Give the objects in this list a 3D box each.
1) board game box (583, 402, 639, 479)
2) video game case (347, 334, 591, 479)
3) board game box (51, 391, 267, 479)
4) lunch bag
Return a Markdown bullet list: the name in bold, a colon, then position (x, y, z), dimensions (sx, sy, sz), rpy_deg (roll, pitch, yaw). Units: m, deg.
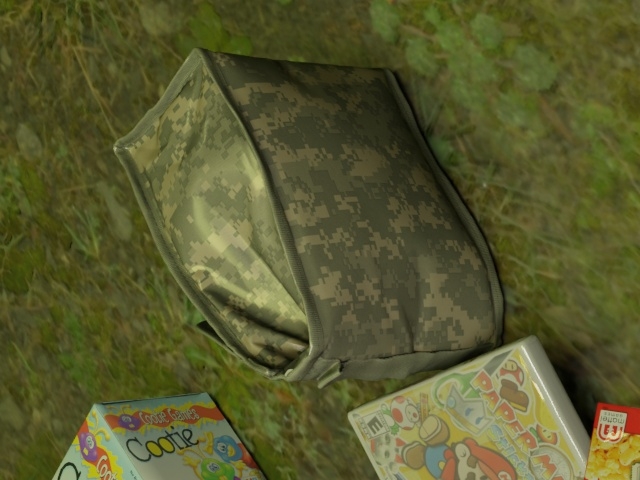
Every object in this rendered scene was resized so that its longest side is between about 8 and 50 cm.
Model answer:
- **board game box**: position (0.257, 0.224, 1.279), dimensions (0.147, 0.045, 0.193), rpy_deg (5, 77, 33)
- **video game case**: position (0.144, 0.208, 1.418), dimensions (0.206, 0.026, 0.227), rpy_deg (-27, 90, 43)
- **board game box**: position (-0.188, 0.299, 1.734), dimensions (0.142, 0.144, 0.275), rpy_deg (52, 126, 32)
- **lunch bag**: position (0.000, 0.000, 1.468), dimensions (0.169, 0.235, 0.287), rpy_deg (-46, 59, 35)
